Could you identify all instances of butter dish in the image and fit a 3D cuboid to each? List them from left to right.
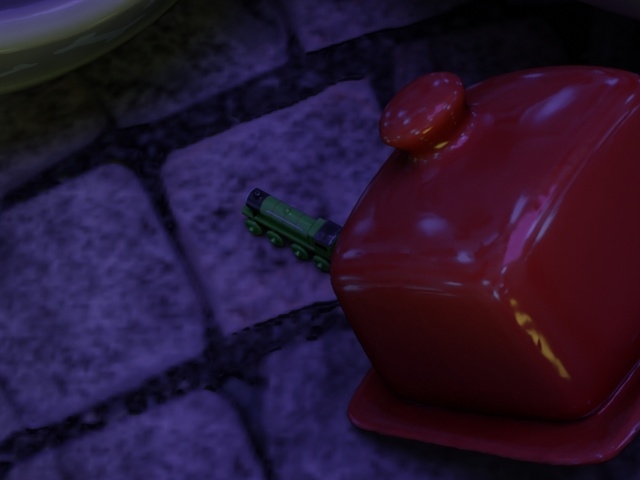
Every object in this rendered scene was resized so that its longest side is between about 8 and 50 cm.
[{"bbox_3d":[0.067,-0.012,0.537,0.160,0.118,0.160,-52,25,-22],"label":"butter dish"}]

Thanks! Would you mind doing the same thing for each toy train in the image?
[{"bbox_3d":[0.000,0.000,0.625,0.083,0.023,0.017,28,65,23],"label":"toy train"}]

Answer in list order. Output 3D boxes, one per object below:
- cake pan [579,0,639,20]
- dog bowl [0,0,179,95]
[{"bbox_3d":[0.117,-0.193,0.640,0.293,0.054,0.293,16,41,-15],"label":"cake pan"},{"bbox_3d":[-0.169,-0.231,0.622,0.349,0.348,0.102,-34,16,-13],"label":"dog bowl"}]
